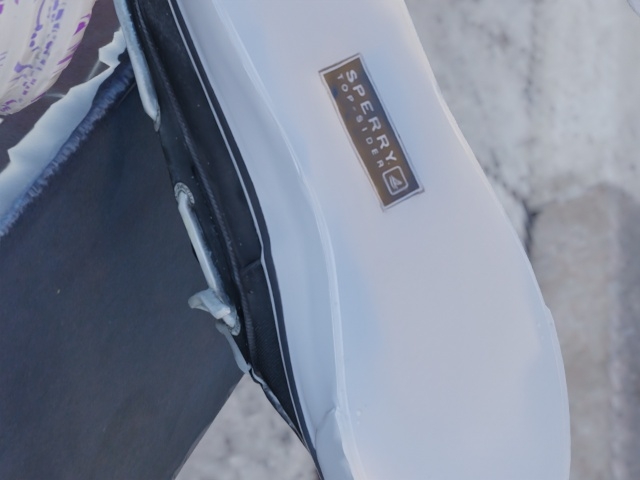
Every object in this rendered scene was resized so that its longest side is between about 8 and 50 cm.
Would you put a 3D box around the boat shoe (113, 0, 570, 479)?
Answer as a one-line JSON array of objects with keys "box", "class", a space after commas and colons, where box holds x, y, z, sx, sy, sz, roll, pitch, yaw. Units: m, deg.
[{"box": [-0.003, 0.001, 0.743, 0.113, 0.105, 0.306, -28, 96, -33], "class": "boat shoe"}]

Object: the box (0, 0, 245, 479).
[{"box": [-0.338, 0.037, 0.863, 0.480, 0.471, 0.297, -55, 156, -36], "class": "box"}]

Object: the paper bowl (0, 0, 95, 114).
[{"box": [-0.166, -0.164, 0.518, 0.148, 0.284, 0.284, -12, 81, -25], "class": "paper bowl"}]

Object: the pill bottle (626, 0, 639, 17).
[{"box": [0.199, -0.185, 0.968, 0.094, 0.094, 0.169, 47, 36, -31], "class": "pill bottle"}]
